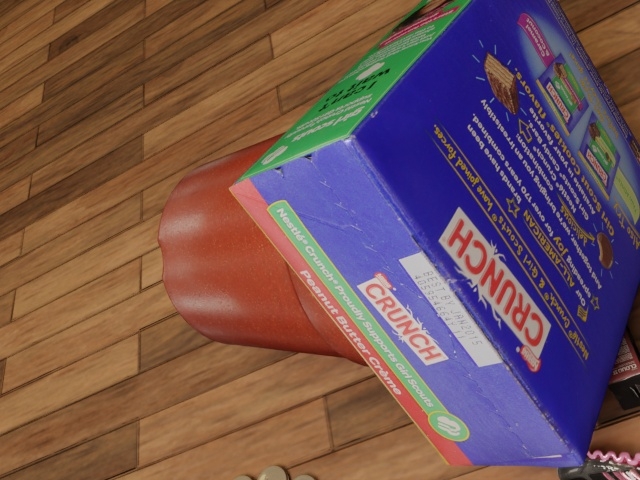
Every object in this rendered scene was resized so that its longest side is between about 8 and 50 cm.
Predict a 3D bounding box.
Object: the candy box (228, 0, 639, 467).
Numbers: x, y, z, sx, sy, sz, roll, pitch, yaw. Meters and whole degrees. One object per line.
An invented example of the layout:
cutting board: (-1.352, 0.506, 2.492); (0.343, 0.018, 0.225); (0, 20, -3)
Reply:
candy box: (0.127, -0.035, 0.587); (0.122, 0.268, 0.317); (-21, 22, 44)

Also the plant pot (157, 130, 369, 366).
plant pot: (0.000, 0.000, 0.754); (0.265, 0.272, 0.272); (-7, 56, 41)

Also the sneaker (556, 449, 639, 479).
sneaker: (0.241, 0.192, 0.590); (0.119, 0.047, 0.057); (-7, 68, 33)

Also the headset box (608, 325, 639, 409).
headset box: (0.246, 0.096, 0.635); (0.032, 0.062, 0.083); (-26, 48, 19)

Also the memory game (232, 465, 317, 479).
memory game: (-0.056, 0.308, 0.734); (0.186, 0.012, 0.186); (-18, 51, 24)
